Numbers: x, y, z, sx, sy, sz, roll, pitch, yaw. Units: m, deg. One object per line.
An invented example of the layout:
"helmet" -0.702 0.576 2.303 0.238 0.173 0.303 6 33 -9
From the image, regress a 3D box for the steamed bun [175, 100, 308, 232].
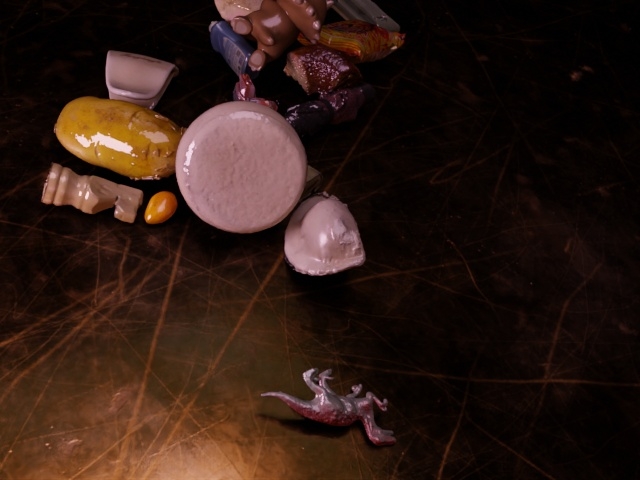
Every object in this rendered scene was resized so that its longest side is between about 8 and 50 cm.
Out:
"steamed bun" -0.173 -0.161 1.629 0.282 0.283 0.177 3 15 -16

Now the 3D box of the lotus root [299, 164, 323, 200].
"lotus root" -0.083 -0.151 1.770 0.144 0.070 0.143 32 46 11

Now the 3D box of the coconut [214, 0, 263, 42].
"coconut" -0.168 -0.679 2.127 0.259 0.259 0.259 10 47 -10

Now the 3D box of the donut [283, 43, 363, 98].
"donut" 0.002 -0.466 2.028 0.144 0.126 0.186 -43 77 -6

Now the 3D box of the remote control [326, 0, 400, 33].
"remote control" 0.109 -0.744 2.378 0.128 0.066 0.335 -24 60 -32

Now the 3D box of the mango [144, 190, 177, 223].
"mango" -0.346 -0.069 1.627 0.060 0.046 0.089 31 59 13

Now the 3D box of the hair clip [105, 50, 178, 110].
"hair clip" -0.448 -0.398 1.842 0.172 0.113 0.282 12 46 -9

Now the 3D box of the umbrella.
"umbrella" 0.022 -0.338 1.960 0.326 0.094 0.090 -27 44 -36

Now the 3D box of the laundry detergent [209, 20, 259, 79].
"laundry detergent" -0.240 -0.524 2.037 0.061 0.097 0.206 -28 63 -25

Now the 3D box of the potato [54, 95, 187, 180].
"potato" -0.432 -0.229 1.675 0.300 0.140 0.173 17 47 6

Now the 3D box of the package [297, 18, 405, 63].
"package" 0.092 -0.564 2.158 0.223 0.109 0.288 24 36 32

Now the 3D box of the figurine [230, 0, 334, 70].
"figurine" -0.080 -0.571 1.932 0.247 0.173 0.177 -37 112 -35

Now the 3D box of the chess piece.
"chess piece" -0.476 -0.097 1.591 0.200 0.090 0.090 15 45 -21

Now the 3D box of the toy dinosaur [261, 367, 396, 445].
"toy dinosaur" 0.014 0.310 1.392 0.242 0.053 0.167 1 55 -29

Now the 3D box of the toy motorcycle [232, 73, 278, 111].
"toy motorcycle" -0.165 -0.337 1.878 0.084 0.118 0.213 -2 49 -32

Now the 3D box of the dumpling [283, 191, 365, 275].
"dumpling" 0.000 0.000 1.629 0.172 0.142 0.247 -29 43 -1
